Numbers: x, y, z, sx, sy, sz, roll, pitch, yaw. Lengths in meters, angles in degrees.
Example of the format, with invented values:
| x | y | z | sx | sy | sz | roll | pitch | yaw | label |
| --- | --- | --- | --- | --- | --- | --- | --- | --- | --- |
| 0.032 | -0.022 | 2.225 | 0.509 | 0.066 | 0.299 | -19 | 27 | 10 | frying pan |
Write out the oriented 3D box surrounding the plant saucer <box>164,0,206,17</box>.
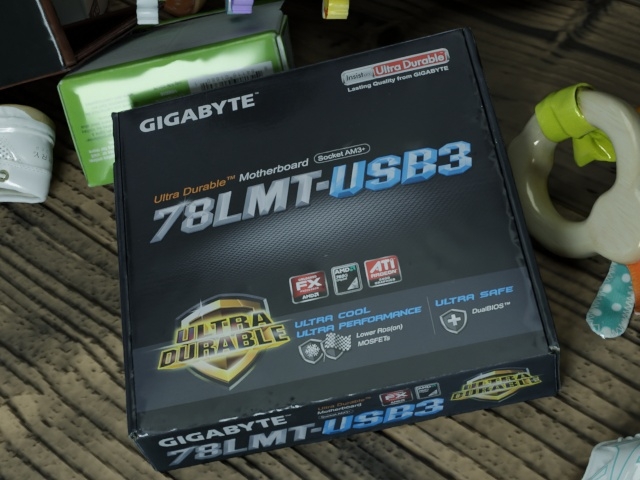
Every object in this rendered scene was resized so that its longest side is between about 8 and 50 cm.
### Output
| x | y | z | sx | sy | sz | roll | pitch | yaw | label |
| --- | --- | --- | --- | --- | --- | --- | --- | --- | --- |
| -0.170 | -0.315 | 1.307 | 0.037 | 0.200 | 0.200 | -37 | 46 | -18 | plant saucer |

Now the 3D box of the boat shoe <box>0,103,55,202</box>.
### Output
| x | y | z | sx | sy | sz | roll | pitch | yaw | label |
| --- | --- | --- | --- | --- | --- | --- | --- | --- | --- |
| -0.372 | -0.054 | 1.168 | 0.277 | 0.098 | 0.096 | -8 | 71 | 9 | boat shoe |

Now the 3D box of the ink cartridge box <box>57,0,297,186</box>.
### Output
| x | y | z | sx | sy | sz | roll | pitch | yaw | label |
| --- | --- | --- | --- | --- | --- | --- | --- | --- | --- |
| -0.112 | -0.146 | 1.195 | 0.189 | 0.097 | 0.255 | -12 | 18 | 5 | ink cartridge box |

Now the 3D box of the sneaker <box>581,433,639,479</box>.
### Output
| x | y | z | sx | sy | sz | roll | pitch | yaw | label |
| --- | --- | --- | --- | --- | --- | --- | --- | --- | --- |
| 0.202 | 0.139 | 0.814 | 0.152 | 0.053 | 0.061 | -32 | 41 | -17 | sneaker |

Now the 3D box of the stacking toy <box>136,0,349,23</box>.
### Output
| x | y | z | sx | sy | sz | roll | pitch | yaw | label |
| --- | --- | --- | --- | --- | --- | --- | --- | --- | --- |
| -0.068 | -0.211 | 1.116 | 0.167 | 0.052 | 0.221 | -1 | 11 | -5 | stacking toy |

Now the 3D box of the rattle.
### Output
| x | y | z | sx | sy | sz | roll | pitch | yaw | label |
| --- | --- | --- | --- | --- | --- | --- | --- | --- | --- |
| 0.235 | -0.017 | 0.990 | 0.130 | 0.143 | 0.199 | -43 | 56 | 18 | rattle |

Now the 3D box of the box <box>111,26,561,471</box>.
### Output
| x | y | z | sx | sy | sz | roll | pitch | yaw | label |
| --- | --- | --- | --- | --- | --- | --- | --- | --- | --- |
| 0.000 | 0.000 | 0.967 | 0.296 | 0.073 | 0.293 | -12 | 57 | 5 | box |

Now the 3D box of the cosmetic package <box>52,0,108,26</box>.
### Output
| x | y | z | sx | sy | sz | roll | pitch | yaw | label |
| --- | --- | --- | --- | --- | --- | --- | --- | --- | --- |
| -0.329 | -0.295 | 1.371 | 0.184 | 0.151 | 0.151 | -8 | 42 | 8 | cosmetic package |

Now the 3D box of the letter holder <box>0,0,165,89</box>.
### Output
| x | y | z | sx | sy | sz | roll | pitch | yaw | label |
| --- | --- | --- | --- | --- | --- | --- | --- | --- | --- |
| -0.326 | -0.223 | 1.216 | 0.302 | 0.152 | 0.214 | -11 | 19 | 26 | letter holder |
